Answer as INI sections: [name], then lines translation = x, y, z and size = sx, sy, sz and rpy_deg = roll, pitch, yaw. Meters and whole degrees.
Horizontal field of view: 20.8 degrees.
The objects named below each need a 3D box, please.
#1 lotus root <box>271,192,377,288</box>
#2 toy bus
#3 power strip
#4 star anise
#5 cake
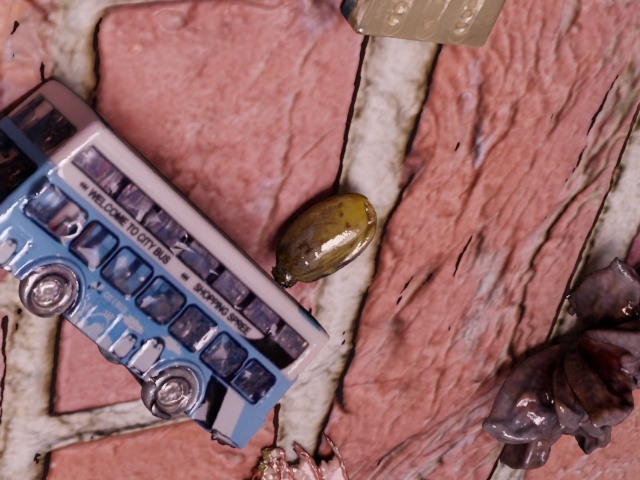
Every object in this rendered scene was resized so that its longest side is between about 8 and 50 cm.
[lotus root]
translation = 0.000, 0.000, 1.358
size = 0.099, 0.049, 0.054
rpy_deg = -39, 148, 6
[toy bus]
translation = -0.128, 0.025, 1.220
size = 0.131, 0.106, 0.297
rpy_deg = -47, 131, -3
[power strip]
translation = 0.078, -0.172, 1.252
size = 0.123, 0.032, 0.056
rpy_deg = 2, 130, -36
[star anise]
translation = 0.261, 0.120, 1.608
size = 0.283, 0.129, 0.212
rpy_deg = -44, 156, 18
[cake]
translation = -0.001, 0.290, 1.631
size = 0.098, 0.135, 0.287
rpy_deg = -22, 119, -6
